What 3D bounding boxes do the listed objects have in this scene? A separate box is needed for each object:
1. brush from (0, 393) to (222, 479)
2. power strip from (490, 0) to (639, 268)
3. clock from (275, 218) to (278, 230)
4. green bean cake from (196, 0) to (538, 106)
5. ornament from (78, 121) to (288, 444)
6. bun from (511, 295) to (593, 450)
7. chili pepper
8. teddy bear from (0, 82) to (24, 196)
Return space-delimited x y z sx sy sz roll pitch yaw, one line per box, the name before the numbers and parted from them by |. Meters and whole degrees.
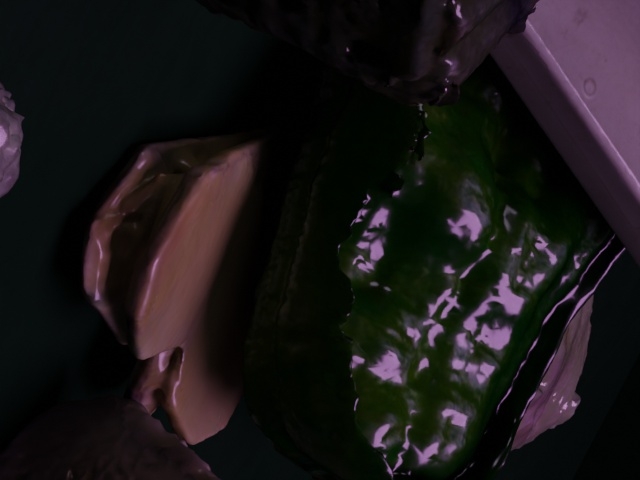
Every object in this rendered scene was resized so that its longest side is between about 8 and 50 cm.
brush | -0.151 0.225 0.874 0.267 0.174 0.166 -36 142 -11
power strip | 0.140 -0.119 0.880 0.106 0.043 0.367 -49 115 -25
clock | 0.001 0.001 1.064 0.108 0.045 0.147 -28 143 -58
green bean cake | 0.008 -0.158 0.642 0.094 0.173 0.181 -47 160 -36
ornament | -0.061 0.003 0.902 0.180 0.059 0.201 -61 162 -27
bun | 0.115 0.069 1.200 0.283 0.179 0.283 -59 174 -10
chili pepper | 0.069 -0.027 0.955 0.213 0.167 0.385 28 77 -37
teddy bear | -0.167 -0.023 0.546 0.133 0.111 0.213 -33 -179 -11
